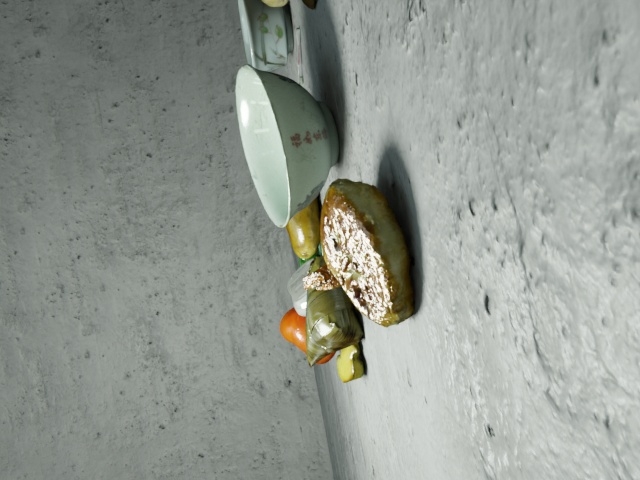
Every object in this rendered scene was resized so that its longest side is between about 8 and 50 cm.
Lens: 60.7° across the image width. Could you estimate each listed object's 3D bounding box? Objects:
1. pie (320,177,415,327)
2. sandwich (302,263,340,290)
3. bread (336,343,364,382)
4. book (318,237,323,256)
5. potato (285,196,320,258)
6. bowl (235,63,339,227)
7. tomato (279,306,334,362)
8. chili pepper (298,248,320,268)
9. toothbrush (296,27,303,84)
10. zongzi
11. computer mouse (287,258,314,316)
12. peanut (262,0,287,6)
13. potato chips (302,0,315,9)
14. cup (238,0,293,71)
[{"bbox_3d":[0.083,0.029,1.061,0.315,0.092,0.315,55,159,33],"label":"pie"},{"bbox_3d":[0.051,0.083,1.387,0.079,0.159,0.235,59,149,1],"label":"sandwich"},{"bbox_3d":[0.095,0.365,1.702,0.188,0.065,0.149,122,146,-67],"label":"bread"},{"bbox_3d":[0.000,0.000,2.082,0.103,0.017,0.135,-135,36,-78],"label":"book"},{"bbox_3d":[-0.080,-0.118,2.002,0.195,0.176,0.369,-21,74,40],"label":"potato"},{"bbox_3d":[-0.072,-0.268,1.474,0.435,0.196,0.435,163,90,-74],"label":"bowl"},{"bbox_3d":[-0.031,0.341,2.056,0.259,0.180,0.260,34,167,9],"label":"tomato"},{"bbox_3d":[-0.040,0.078,2.217,0.270,0.099,0.136,-100,30,-48],"label":"chili pepper"},{"bbox_3d":[-0.070,-0.600,1.794,0.014,0.017,0.194,-107,10,-46],"label":"toothbrush"},{"bbox_3d":[0.000,0.231,1.704,0.300,0.138,0.286,123,141,-48],"label":"zongzi"},{"bbox_3d":[-0.023,0.177,1.983,0.121,0.184,0.297,41,-177,-16],"label":"computer mouse"},{"bbox_3d":[-0.151,-0.827,1.622,0.313,0.149,0.149,106,152,-72],"label":"peanut"},{"bbox_3d":[-0.043,-0.678,1.379,0.202,0.049,0.150,90,174,-82],"label":"potato chips"},{"bbox_3d":[-0.190,-0.749,1.940,0.347,0.163,0.347,170,90,-83],"label":"cup"}]
